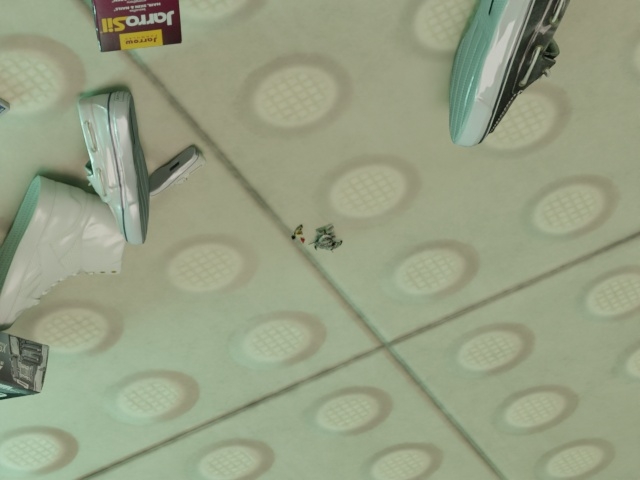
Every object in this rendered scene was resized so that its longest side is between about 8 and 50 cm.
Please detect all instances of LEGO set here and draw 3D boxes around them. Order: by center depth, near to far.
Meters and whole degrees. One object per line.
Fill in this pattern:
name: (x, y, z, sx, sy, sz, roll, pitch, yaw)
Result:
LEGO set: (-0.002, 0.001, 2.261, 0.083, 0.023, 0.054, -1, 140, -16)

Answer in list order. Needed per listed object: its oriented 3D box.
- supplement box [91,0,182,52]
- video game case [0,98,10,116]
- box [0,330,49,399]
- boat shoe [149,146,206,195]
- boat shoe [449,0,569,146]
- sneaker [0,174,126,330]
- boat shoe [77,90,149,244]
supplement box: (-0.222, -0.319, 1.762, 0.104, 0.080, 0.188, -8, 141, -7)
video game case: (-0.470, -0.176, 1.915, 0.087, 0.011, 0.122, -33, 137, 21)
box: (-0.584, 0.159, 2.157, 0.307, 0.076, 0.242, 23, 156, -37)
boat shoe: (-0.200, -0.090, 2.084, 0.100, 0.035, 0.035, -38, 133, 17)
boat shoe: (0.257, -0.250, 1.957, 0.119, 0.121, 0.335, 4, 136, -15)
sneaker: (-0.368, 0.042, 2.134, 0.169, 0.108, 0.292, 13, 133, -25)
boat shoe: (-0.277, -0.098, 2.007, 0.076, 0.083, 0.226, 0, 118, 6)
